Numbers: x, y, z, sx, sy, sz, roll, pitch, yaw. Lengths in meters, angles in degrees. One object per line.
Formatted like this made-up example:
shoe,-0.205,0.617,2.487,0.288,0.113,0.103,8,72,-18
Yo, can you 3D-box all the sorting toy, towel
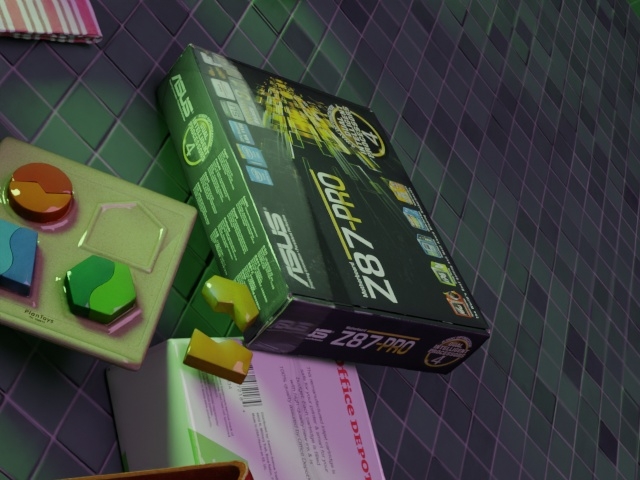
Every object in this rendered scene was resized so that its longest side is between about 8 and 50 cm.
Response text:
sorting toy,-0.197,0.019,1.092,0.307,0.041,0.229,21,46,-7
towel,-0.337,-0.283,1.230,0.197,0.029,0.144,-10,75,-54

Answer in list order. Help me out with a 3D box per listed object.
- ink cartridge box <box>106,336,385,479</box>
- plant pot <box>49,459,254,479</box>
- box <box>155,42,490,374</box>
ink cartridge box,-0.072,0.210,1.190,0.273,0.114,0.198,5,65,-50
plant pot,-0.159,0.362,0.884,0.236,0.267,0.267,63,33,-24
box,-0.002,-0.035,1.337,0.318,0.097,0.395,12,42,-39
